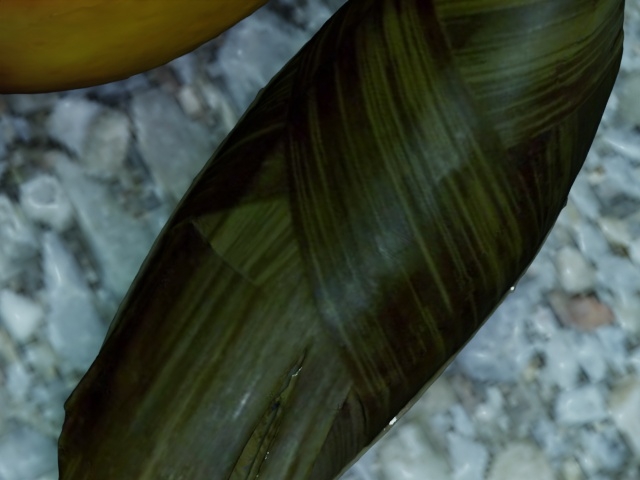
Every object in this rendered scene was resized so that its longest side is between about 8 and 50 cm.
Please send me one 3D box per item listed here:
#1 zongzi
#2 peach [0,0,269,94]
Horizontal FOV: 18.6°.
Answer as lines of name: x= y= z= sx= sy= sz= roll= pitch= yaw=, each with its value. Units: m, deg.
zongzi: x=0.000 y=0.000 z=0.612 sx=0.111 sy=0.241 sz=0.247 roll=37 pitch=72 yaw=8
peach: x=-0.079 y=-0.187 z=0.676 sx=0.281 sy=0.238 sz=0.281 roll=-12 pitch=40 yaw=10
